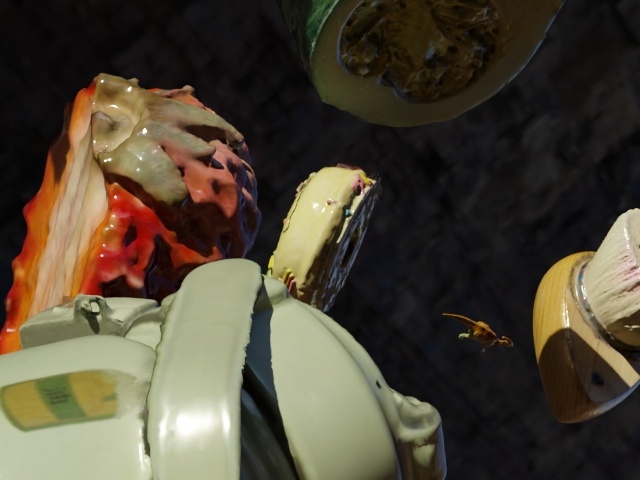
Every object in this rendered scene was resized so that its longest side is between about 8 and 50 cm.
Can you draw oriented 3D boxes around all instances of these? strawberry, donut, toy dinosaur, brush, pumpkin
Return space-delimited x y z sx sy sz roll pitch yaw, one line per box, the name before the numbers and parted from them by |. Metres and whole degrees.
strawberry | -0.156 0.038 1.208 0.149 0.336 0.265 13 27 -25
donut | 0.000 0.000 1.493 0.068 0.175 0.174 23 -3 8
toy dinosaur | 0.192 0.114 1.901 0.113 0.026 0.041 25 -27 -20
brush | 0.371 0.106 1.883 0.174 0.166 0.267 37 46 -15
pumpkin | 0.085 -0.275 1.532 0.293 0.263 0.197 15 34 -50

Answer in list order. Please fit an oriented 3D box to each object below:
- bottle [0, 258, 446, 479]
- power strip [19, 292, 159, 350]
bottle | -0.095 0.141 0.676 0.229 0.351 0.229 34 -44 41
power strip | -0.116 0.157 0.897 0.052 0.078 0.272 -38 121 -65
